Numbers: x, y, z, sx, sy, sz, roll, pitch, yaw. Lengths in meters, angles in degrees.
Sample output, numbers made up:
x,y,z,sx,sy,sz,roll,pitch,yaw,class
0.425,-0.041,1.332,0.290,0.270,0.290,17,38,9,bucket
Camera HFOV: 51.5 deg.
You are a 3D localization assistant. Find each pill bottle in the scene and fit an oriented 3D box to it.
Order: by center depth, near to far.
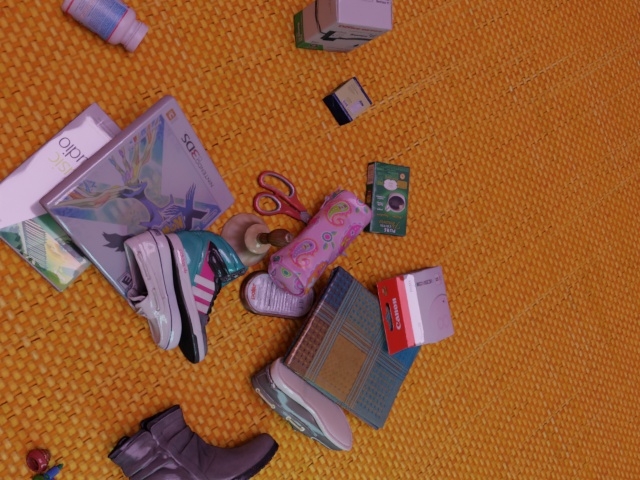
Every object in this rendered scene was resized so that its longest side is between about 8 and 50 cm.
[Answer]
x,y,z,sx,sy,sz,roll,pitch,yaw,class
-0.440,-0.461,1.364,0.160,0.087,0.087,34,73,-23,pill bottle

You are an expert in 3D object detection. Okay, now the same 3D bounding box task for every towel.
x,y,z,sx,sy,sz,roll,pitch,yaw,class
0.090,0.265,1.606,0.370,0.040,0.271,42,69,-34,towel

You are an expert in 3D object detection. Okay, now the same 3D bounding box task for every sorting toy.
x,y,z,sx,sy,sz,roll,pitch,yaw,class
-0.540,0.453,1.310,0.042,0.061,0.101,-34,115,-60,sorting toy

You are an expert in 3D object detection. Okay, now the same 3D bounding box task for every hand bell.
x,y,z,sx,sy,sz,roll,pitch,yaw,class
-0.118,-0.006,1.434,0.126,0.242,0.126,1,87,-28,hand bell

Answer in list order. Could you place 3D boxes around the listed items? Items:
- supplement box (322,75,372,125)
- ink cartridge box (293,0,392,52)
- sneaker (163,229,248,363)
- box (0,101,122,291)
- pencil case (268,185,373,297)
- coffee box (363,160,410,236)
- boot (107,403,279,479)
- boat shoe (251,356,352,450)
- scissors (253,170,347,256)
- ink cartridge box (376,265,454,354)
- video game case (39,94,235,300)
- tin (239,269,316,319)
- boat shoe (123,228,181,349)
x,y,z,sx,sy,sz,roll,pitch,yaw,class
0.067,-0.346,1.648,0.083,0.056,0.083,-43,107,-22,supplement box
0.051,-0.515,1.558,0.153,0.208,0.086,-3,90,-28,ink cartridge box
-0.240,0.107,1.441,0.179,0.124,0.295,-19,112,-35,sneaker
-0.494,-0.089,1.341,0.232,0.058,0.322,48,70,-19,box
0.000,0.000,1.546,0.124,0.124,0.284,51,61,-17,pencil case
0.170,-0.105,1.704,0.113,0.040,0.184,5,86,-27,coffee box
-0.259,0.442,1.418,0.338,0.118,0.222,-24,81,-44,boot
-0.038,0.395,1.552,0.305,0.091,0.109,49,26,-23,boat shoe
-0.033,-0.065,1.606,0.297,0.021,0.108,27,76,-24,scissors
0.246,0.174,1.682,0.232,0.066,0.188,-11,91,-53,ink cartridge box
-0.352,-0.080,1.355,0.329,0.036,0.299,-47,136,-21,video game case
-0.097,0.128,1.559,0.190,0.040,0.106,11,79,-27,tin
-0.348,0.111,1.353,0.088,0.096,0.267,-19,122,-37,boat shoe
